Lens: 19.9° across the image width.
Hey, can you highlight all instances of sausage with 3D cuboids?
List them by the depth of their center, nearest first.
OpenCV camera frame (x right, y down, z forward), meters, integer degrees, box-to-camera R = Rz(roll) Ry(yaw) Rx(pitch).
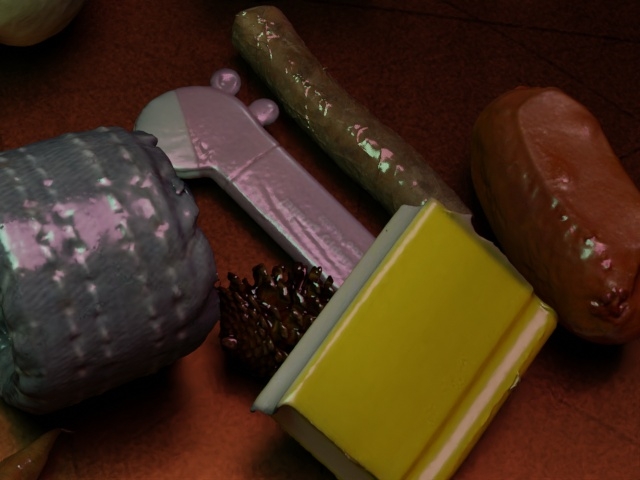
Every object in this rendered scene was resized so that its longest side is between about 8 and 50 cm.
[{"bbox_3d":[0.211,-0.023,1.580,0.133,0.133,0.258,-15,58,-18],"label":"sausage"}]

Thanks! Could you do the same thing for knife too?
[{"bbox_3d":[0.000,0.000,1.584,0.132,0.038,0.398,-39,71,-24],"label":"knife"}]

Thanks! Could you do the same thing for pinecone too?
[{"bbox_3d":[-0.030,0.065,1.498,0.109,0.102,0.102,-9,58,-1],"label":"pinecone"}]

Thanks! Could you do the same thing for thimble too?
[{"bbox_3d":[-0.186,0.026,1.420,0.172,0.236,0.205,-16,55,-19],"label":"thimble"}]

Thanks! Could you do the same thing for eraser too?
[{"bbox_3d":[0.074,0.095,1.459,0.158,0.069,0.226,41,70,-13],"label":"eraser"}]

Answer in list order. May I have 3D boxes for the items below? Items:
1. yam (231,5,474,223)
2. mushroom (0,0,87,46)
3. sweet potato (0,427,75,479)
[{"bbox_3d":[0.024,-0.102,1.639,0.066,0.066,0.300,-32,67,-26],"label":"yam"},{"bbox_3d":[-0.323,-0.284,1.637,0.254,0.234,0.260,63,23,-4],"label":"mushroom"},{"bbox_3d":[-0.255,0.208,1.400,0.056,0.056,0.195,34,54,13],"label":"sweet potato"}]
